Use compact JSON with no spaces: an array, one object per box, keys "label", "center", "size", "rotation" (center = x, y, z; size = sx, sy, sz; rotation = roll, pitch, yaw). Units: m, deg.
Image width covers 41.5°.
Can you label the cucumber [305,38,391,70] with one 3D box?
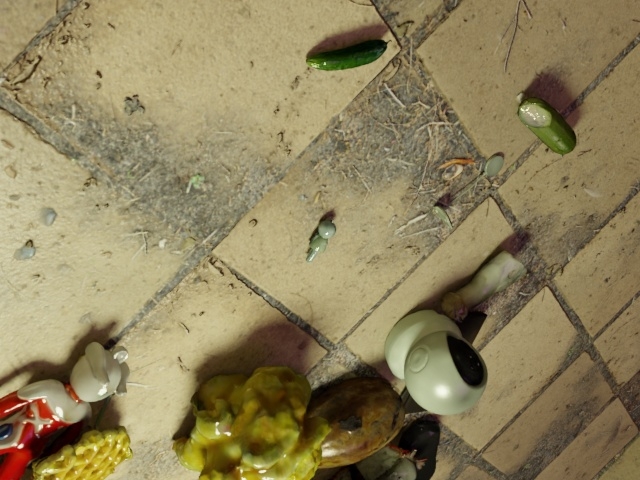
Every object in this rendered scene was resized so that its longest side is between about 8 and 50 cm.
[{"label":"cucumber","center":[0.053,-0.304,1.397],"size":[0.168,0.039,0.039],"rotation":[-19,134,-26]}]

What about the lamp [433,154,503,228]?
[{"label":"lamp","center":[0.326,-0.106,1.794],"size":[0.198,0.056,0.050],"rotation":[-41,138,-9]}]

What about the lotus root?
[{"label":"lotus root","center":[0.060,0.430,1.929],"size":[0.291,0.193,0.193],"rotation":[-17,133,-30]}]

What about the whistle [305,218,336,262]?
[{"label":"whistle","center":[0.000,0.000,1.617],"size":[0.035,0.035,0.100],"rotation":[11,117,-45]}]

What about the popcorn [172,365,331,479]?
[{"label":"popcorn","center":[-0.109,0.406,1.688],"size":[0.321,0.290,0.325],"rotation":[-23,117,-21]}]

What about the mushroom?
[{"label":"mushroom","center":[0.382,0.110,2.005],"size":[0.223,0.081,0.092],"rotation":[-35,175,-5]}]

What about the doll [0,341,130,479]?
[{"label":"doll","center":[-0.479,0.308,1.436],"size":[0.384,0.099,0.188],"rotation":[-37,141,1]}]

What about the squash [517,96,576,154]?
[{"label":"squash","center":[0.485,-0.243,1.795],"size":[0.069,0.069,0.239],"rotation":[-53,140,9]}]

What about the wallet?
[{"label":"wallet","center":[0.305,0.312,2.139],"size":[0.165,0.042,0.309],"rotation":[0,123,-41]}]

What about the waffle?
[{"label":"waffle","center":[-0.455,0.422,1.510],"size":[0.291,0.051,0.291],"rotation":[-36,164,-12]}]

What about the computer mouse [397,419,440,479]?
[{"label":"computer mouse","center":[0.264,0.581,2.312],"size":[0.122,0.073,0.217],"rotation":[-17,125,-30]}]

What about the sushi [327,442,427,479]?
[{"label":"sushi","center":[0.118,0.634,2.188],"size":[0.332,0.130,0.124],"rotation":[-40,141,-4]}]

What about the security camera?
[{"label":"security camera","center":[0.268,0.291,1.913],"size":[0.195,0.236,0.194],"rotation":[-8,119,-15]}]
